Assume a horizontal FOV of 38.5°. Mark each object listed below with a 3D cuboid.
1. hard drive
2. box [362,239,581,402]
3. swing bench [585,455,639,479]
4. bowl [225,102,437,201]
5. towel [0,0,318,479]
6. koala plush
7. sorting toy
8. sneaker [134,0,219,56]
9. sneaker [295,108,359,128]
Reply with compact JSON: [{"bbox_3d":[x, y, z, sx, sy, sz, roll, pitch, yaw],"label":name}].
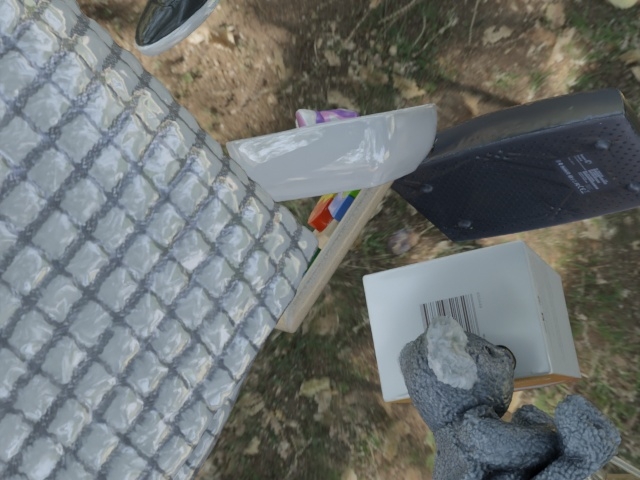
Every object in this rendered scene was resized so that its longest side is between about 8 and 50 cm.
[{"bbox_3d":[0.210,-0.072,0.929,0.255,0.172,0.054,-13,56,35],"label":"hard drive"},{"bbox_3d":[0.223,0.127,1.272,0.215,0.345,0.168,-14,76,20],"label":"box"},{"bbox_3d":[0.357,0.449,1.379,0.165,0.254,0.253,31,59,-8],"label":"swing bench"},{"bbox_3d":[0.016,-0.067,0.704,0.142,0.142,0.053,-8,98,26],"label":"bowl"},{"bbox_3d":[-0.159,0.042,0.366,0.235,0.121,0.283,46,64,-32],"label":"towel"},{"bbox_3d":[0.168,0.188,1.007,0.203,0.196,0.221,-31,82,-12],"label":"koala plush"},{"bbox_3d":[0.000,0.000,0.892,0.038,0.208,0.193,34,80,-5],"label":"sorting toy"},{"bbox_3d":[-0.166,-0.369,1.097,0.295,0.147,0.104,-52,49,9],"label":"sneaker"},{"bbox_3d":[0.017,-0.147,1.433,0.105,0.236,0.095,-15,82,-6],"label":"sneaker"}]
